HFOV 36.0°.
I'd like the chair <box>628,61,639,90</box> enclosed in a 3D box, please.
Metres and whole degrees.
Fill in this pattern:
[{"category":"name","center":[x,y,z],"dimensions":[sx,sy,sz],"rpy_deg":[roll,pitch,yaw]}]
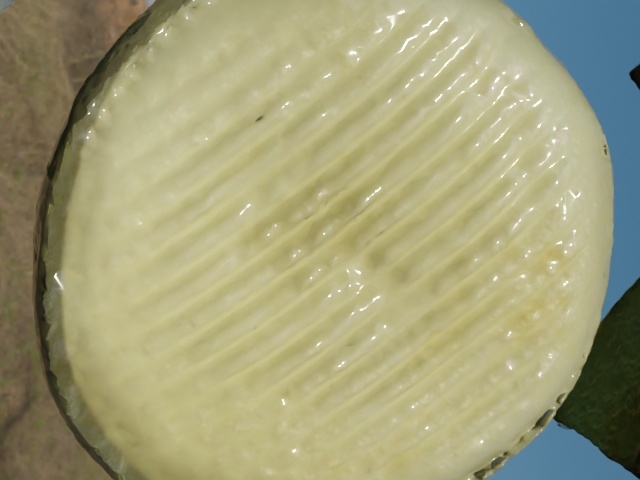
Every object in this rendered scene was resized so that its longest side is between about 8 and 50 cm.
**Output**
[{"category":"chair","center":[0.377,-0.101,0.641],"dimensions":[0.203,0.416,0.241],"rpy_deg":[-33,-88,33]}]

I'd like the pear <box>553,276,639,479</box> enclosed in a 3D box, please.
[{"category":"pear","center":[0.389,0.117,0.854],"dimensions":[0.286,0.176,0.282],"rpy_deg":[34,-79,58]}]

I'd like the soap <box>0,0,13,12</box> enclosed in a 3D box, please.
[{"category":"soap","center":[-0.346,-0.203,0.607],"dimensions":[0.302,0.257,0.159],"rpy_deg":[-9,79,-75]}]

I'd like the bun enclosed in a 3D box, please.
[{"category":"bun","center":[0.000,0.000,0.488],"dimensions":[0.146,0.287,0.287],"rpy_deg":[-117,-159,-75]}]
